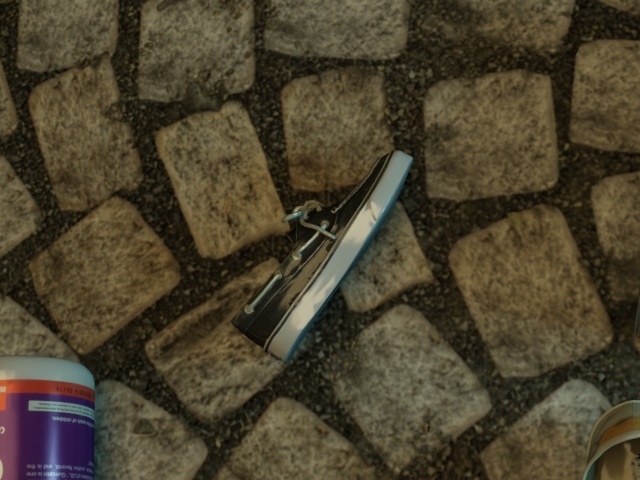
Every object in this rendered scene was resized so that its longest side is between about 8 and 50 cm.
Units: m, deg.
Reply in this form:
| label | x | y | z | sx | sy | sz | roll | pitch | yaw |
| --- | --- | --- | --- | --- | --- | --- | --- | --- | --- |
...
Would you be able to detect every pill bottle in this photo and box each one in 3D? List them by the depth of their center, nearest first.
| label | x | y | z | sx | sy | sz | roll | pitch | yaw |
| --- | --- | --- | --- | --- | --- | --- | --- | --- | --- |
| pill bottle | -0.366 | 0.311 | 1.326 | 0.181 | 0.181 | 0.323 | -7 | 71 | 10 |

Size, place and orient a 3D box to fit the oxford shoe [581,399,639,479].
| label | x | y | z | sx | sy | sz | roll | pitch | yaw |
| --- | --- | --- | --- | --- | --- | --- | --- | --- | --- |
| oxford shoe | 0.365 | 0.393 | 1.148 | 0.169 | 0.130 | 0.450 | -12 | 78 | 17 |

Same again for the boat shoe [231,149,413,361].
| label | x | y | z | sx | sy | sz | roll | pitch | yaw |
| --- | --- | --- | --- | --- | --- | --- | --- | --- | --- |
| boat shoe | 0.000 | 0.001 | 1.383 | 0.105 | 0.113 | 0.306 | 35 | 92 | 6 |

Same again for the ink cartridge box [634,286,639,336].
| label | x | y | z | sx | sy | sz | roll | pitch | yaw |
| --- | --- | --- | --- | --- | --- | --- | --- | --- | --- |
| ink cartridge box | 0.533 | -0.065 | 1.255 | 0.285 | 0.166 | 0.395 | 10 | 74 | 16 |
